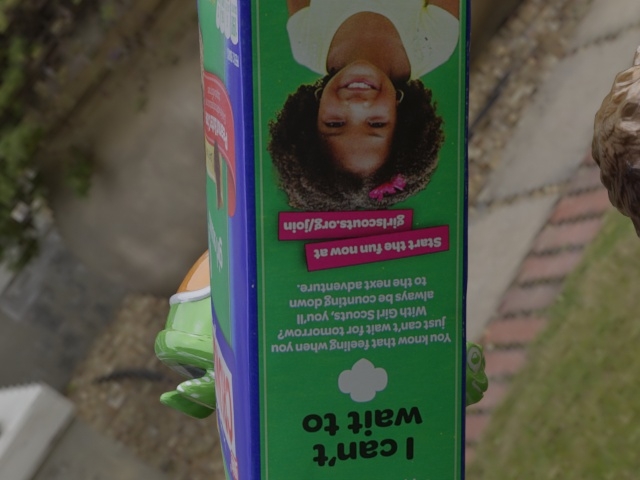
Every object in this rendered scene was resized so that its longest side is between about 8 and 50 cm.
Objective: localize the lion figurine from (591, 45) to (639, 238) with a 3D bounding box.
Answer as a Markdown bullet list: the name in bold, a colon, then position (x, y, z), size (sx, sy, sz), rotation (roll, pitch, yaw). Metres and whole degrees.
- **lion figurine**: position (0.248, 0.097, 0.859), size (0.142, 0.240, 0.392), rotation (-169, 82, -80)

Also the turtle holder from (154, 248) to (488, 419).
- **turtle holder**: position (0.006, 0.102, 1.679), size (0.243, 0.320, 0.227), rotation (67, -137, -72)

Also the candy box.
- **candy box**: position (0.000, 0.000, 0.923), size (0.268, 0.122, 0.317), rotation (-122, 28, -74)
